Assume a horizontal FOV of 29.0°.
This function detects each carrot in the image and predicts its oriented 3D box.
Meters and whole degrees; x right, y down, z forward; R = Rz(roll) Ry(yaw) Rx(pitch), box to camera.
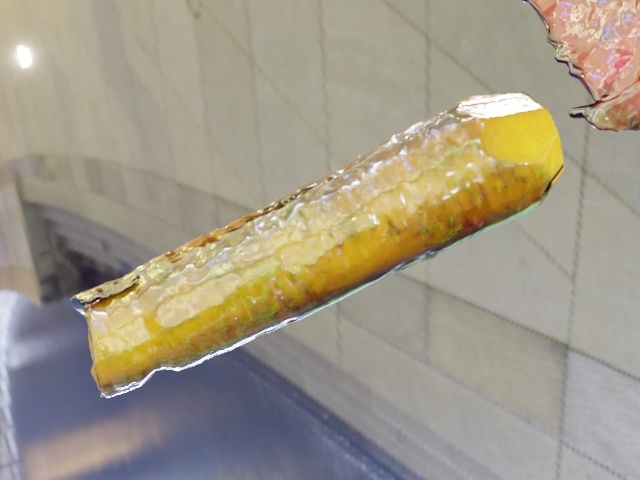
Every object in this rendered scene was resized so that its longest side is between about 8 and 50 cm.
[{"bbox_3d":[0.000,0.000,0.619,0.070,0.260,0.070,62,173,14],"label":"carrot"}]

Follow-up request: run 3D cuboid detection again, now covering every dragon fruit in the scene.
[{"bbox_3d":[0.225,-0.221,0.828,0.100,0.282,0.343,-56,49,42],"label":"dragon fruit"}]
